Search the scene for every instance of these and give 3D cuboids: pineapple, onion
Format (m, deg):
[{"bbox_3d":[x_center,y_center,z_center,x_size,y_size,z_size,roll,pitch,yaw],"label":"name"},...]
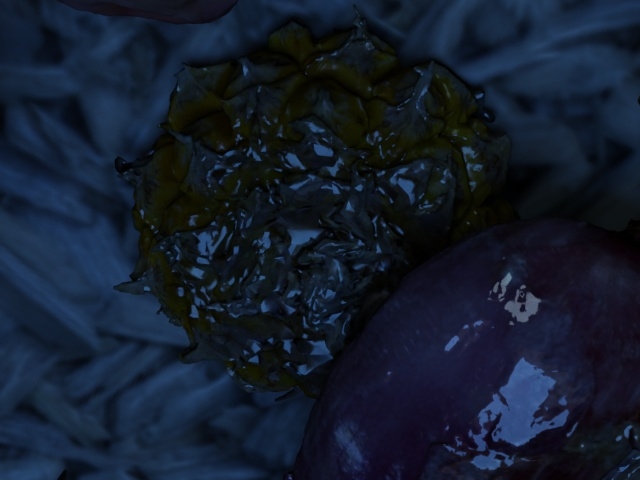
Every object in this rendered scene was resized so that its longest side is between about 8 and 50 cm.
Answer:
[{"bbox_3d":[0.000,0.000,0.744,0.224,0.076,0.225,1,117,2],"label":"pineapple"},{"bbox_3d":[0.093,0.123,0.745,0.227,0.120,0.283,14,128,-34],"label":"onion"}]

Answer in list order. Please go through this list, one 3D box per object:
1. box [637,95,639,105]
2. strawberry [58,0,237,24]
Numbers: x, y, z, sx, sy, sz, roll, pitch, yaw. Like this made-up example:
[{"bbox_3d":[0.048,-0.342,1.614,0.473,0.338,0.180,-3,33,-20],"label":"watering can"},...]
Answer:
[{"bbox_3d":[0.296,0.017,0.689,0.197,0.089,0.313,-35,114,-11],"label":"box"},{"bbox_3d":[-0.124,-0.202,0.529,0.336,0.149,0.265,33,158,-16],"label":"strawberry"}]
